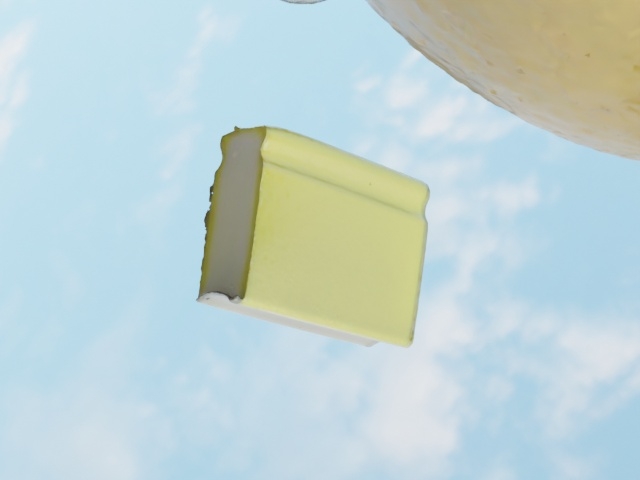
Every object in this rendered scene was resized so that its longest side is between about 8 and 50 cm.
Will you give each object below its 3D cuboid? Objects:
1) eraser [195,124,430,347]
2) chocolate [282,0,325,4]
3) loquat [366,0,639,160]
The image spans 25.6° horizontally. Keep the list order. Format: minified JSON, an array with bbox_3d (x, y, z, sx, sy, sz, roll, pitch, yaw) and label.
[{"bbox_3d":[0.000,0.000,1.223,0.069,0.226,0.158,-5,-107,44],"label":"eraser"},{"bbox_3d":[-0.053,-0.171,0.692,0.072,0.167,0.072,-156,-90,-83],"label":"chocolate"},{"bbox_3d":[0.140,-0.199,0.546,0.328,0.328,0.359,-39,-166,3],"label":"loquat"}]
